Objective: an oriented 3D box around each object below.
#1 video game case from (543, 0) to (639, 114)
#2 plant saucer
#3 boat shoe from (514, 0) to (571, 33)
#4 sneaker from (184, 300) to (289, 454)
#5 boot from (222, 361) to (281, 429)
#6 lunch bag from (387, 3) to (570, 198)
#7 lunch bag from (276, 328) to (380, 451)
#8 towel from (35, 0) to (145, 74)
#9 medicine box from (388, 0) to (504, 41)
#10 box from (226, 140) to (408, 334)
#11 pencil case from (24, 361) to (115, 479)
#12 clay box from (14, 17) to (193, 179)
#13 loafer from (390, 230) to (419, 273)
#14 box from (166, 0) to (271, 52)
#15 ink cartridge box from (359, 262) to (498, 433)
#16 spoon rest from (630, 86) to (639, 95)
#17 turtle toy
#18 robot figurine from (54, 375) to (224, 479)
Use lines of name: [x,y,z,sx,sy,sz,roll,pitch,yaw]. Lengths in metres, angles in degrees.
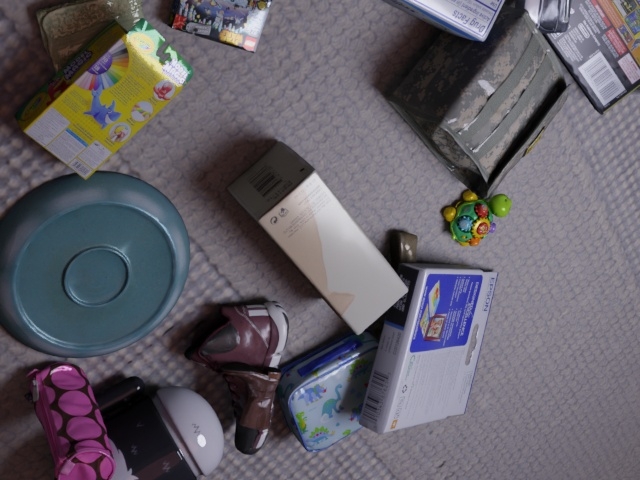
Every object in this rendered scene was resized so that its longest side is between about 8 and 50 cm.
video game case: [0.526,-0.396,1.557,0.248,0.035,0.275,-38,119,13]
plant saucer: [-0.345,0.049,1.354,0.318,0.044,0.317,-12,118,-24]
boat shoe: [0.382,-0.483,1.427,0.102,0.108,0.301,2,111,-1]
sneaker: [-0.160,0.232,1.522,0.163,0.106,0.281,6,102,-24]
boot: [-0.123,0.263,1.470,0.107,0.037,0.114,11,104,-19]
lunch bag: [0.291,-0.224,1.497,0.235,0.169,0.287,-52,134,-2]
lunch bag: [0.032,0.272,1.640,0.219,0.090,0.176,-28,125,-15]
towel: [-0.306,-0.284,1.220,0.148,0.027,0.110,-23,124,-17]
medicine box: [0.174,-0.484,1.312,0.264,0.149,0.289,17,105,-34]
box: [0.000,0.000,1.457,0.121,0.148,0.311,-42,125,-3]
pencil case: [-0.382,0.281,1.344,0.095,0.209,0.098,-42,137,2]
clay box: [-0.295,-0.202,1.227,0.222,0.053,0.127,-43,137,2]
loafer: [0.157,0.052,1.622,0.050,0.056,0.147,-9,118,-18]
box: [-0.144,-0.335,1.284,0.137,0.027,0.093,10,109,-32]
ink cartridge box: [0.210,0.193,1.657,0.307,0.072,0.303,5,100,-57]
spoon rest: [0.633,-0.398,1.647,0.137,0.084,0.276,-18,122,-21]
turtle toy: [0.295,-0.042,1.645,0.130,0.066,0.095,-40,126,-6]
robot figurine: [-0.294,0.356,1.455,0.278,0.173,0.209,-30,135,-13]
